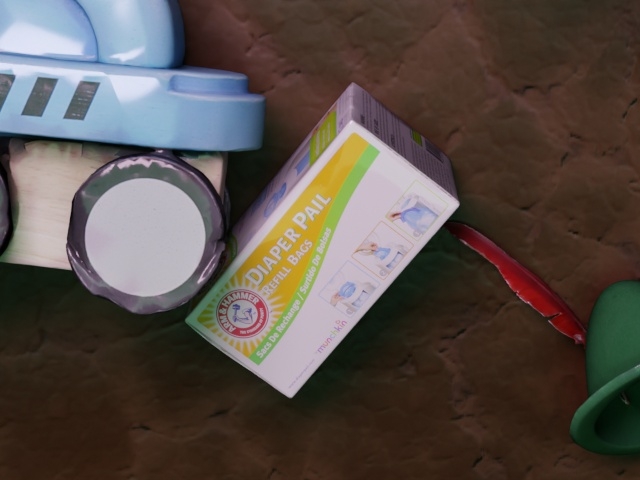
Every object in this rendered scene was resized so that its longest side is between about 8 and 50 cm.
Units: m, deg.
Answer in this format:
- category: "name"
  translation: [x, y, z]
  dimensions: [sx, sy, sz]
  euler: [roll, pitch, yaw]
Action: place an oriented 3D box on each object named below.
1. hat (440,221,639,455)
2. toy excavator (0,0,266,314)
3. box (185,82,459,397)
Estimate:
- category: "hat"
  translation: [0.241, 0.049, 1.344]
  dimensions: [0.173, 0.183, 0.208]
  euler: [-33, 148, 18]
- category: "toy excavator"
  translation: [-0.244, -0.197, 1.186]
  dimensions: [0.433, 0.222, 0.445]
  euler: [6, 95, -1]
- category: "box"
  translation: [0.000, 0.000, 1.279]
  dimensions: [0.103, 0.114, 0.203]
  euler: [37, 106, -12]
